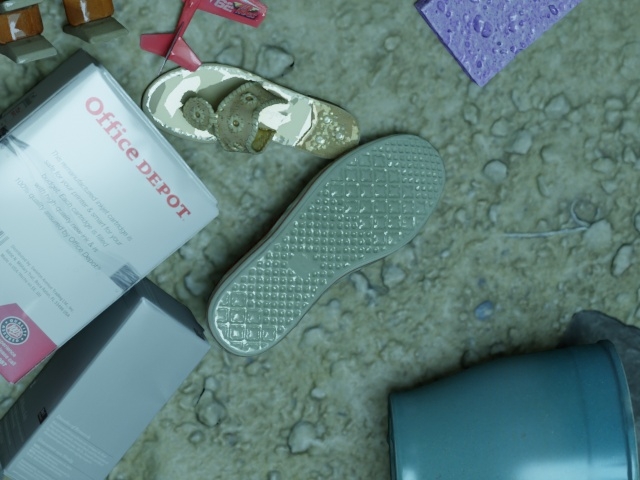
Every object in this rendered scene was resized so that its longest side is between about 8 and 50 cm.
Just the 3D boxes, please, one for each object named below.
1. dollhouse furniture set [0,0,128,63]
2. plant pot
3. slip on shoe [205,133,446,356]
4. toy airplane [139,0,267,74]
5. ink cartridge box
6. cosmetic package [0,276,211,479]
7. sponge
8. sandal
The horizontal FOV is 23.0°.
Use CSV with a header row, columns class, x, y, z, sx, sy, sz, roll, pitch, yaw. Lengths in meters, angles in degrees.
class,x,y,z,sx,sy,sz,roll,pitch,yaw
dollhouse furniture set,-0.336,-0.305,1.527,0.259,0.135,0.262,-19,110,-22
plant pot,0.205,0.252,1.766,0.255,0.271,0.271,-3,107,1
slip on shoe,0.000,0.000,1.712,0.331,0.101,0.123,-42,101,-15
toy airplane,-0.133,-0.239,1.633,0.151,0.028,0.151,0,97,-2
ink cartridge box,-0.277,-0.026,1.608,0.283,0.117,0.207,-40,112,-2
cosmetic package,-0.232,0.156,1.670,0.107,0.127,0.238,35,92,-21
sponge,0.217,-0.279,1.724,0.210,0.031,0.117,-41,112,-1
sandal,-0.064,-0.129,1.660,0.240,0.079,0.088,10,102,-19
